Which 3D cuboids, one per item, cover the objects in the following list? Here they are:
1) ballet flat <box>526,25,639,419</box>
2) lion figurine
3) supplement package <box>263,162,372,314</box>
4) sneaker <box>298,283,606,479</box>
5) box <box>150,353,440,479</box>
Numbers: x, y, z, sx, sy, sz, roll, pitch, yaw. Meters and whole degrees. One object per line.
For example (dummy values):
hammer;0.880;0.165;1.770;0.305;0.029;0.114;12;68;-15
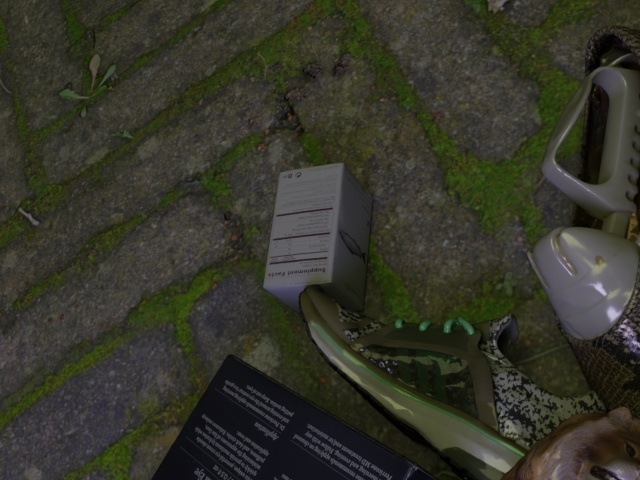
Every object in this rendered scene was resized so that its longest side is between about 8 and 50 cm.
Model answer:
ballet flat;0.322;-0.035;0.973;0.164;0.182;0.483;-28;45;58
lion figurine;0.233;0.361;0.800;0.240;0.393;0.142;-21;17;-21
supplement package;0.000;0.000;1.184;0.105;0.105;0.179;-7;62;26
sneaker;0.150;0.149;1.008;0.410;0.158;0.182;35;79;30
box;-0.041;0.340;0.929;0.343;0.179;0.313;20;73;52
